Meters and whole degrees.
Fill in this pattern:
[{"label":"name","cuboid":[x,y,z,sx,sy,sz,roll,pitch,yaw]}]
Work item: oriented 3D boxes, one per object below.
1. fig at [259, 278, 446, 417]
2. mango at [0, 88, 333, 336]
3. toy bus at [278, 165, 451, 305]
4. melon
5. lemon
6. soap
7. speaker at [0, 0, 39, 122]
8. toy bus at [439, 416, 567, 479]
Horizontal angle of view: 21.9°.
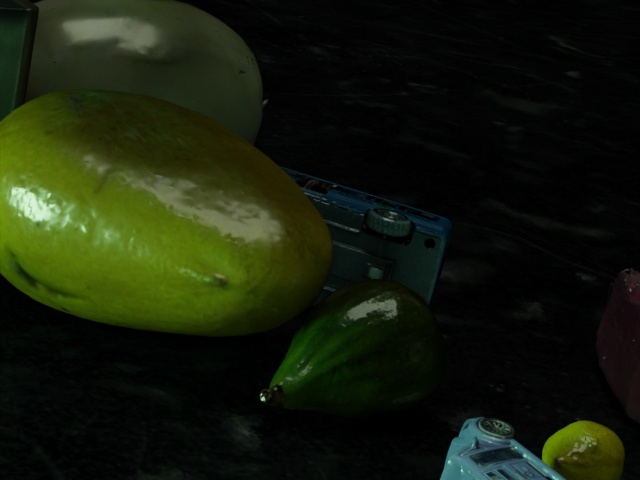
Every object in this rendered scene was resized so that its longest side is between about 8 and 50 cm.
[{"label":"fig","cuboid":[0.016,0.102,1.380,0.177,0.117,0.117,-23,35,-26]},{"label":"mango","cuboid":[-0.146,-0.023,1.451,0.365,0.182,0.253,19,26,36]},{"label":"toy bus","cuboid":[0.000,0.000,1.621,0.246,0.114,0.134,17,15,9]},{"label":"melon","cuboid":[-0.207,-0.153,1.755,0.317,0.223,0.223,1,22,-27]},{"label":"lemon","cuboid":[0.209,0.176,1.322,0.065,0.065,0.092,23,13,29]},{"label":"soap","cuboid":[0.369,0.120,1.513,0.182,0.112,0.289,-4,25,-41]},{"label":"speaker","cuboid":[-0.383,-0.138,1.587,0.153,0.231,0.192,-1,23,-35]},{"label":"toy bus","cuboid":[0.140,0.195,1.208,0.076,0.073,0.167,-5,26,-36]}]
